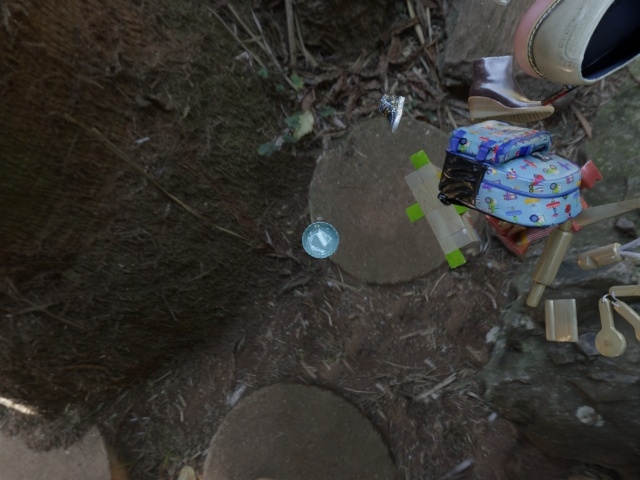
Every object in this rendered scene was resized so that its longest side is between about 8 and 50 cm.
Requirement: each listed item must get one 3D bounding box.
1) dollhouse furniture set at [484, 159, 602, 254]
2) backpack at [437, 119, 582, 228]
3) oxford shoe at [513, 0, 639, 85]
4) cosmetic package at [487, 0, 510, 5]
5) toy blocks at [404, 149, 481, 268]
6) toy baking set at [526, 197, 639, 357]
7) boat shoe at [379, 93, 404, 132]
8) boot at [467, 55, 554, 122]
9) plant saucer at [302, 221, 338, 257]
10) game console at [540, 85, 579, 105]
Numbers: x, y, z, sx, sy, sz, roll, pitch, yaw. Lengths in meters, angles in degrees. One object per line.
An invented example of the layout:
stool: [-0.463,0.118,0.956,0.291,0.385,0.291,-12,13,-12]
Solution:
dollhouse furniture set: [0.660,-0.141,1.337,0.152,0.201,0.374,49,56,-1]
backpack: [0.277,-0.091,0.657,0.158,0.117,0.173,-17,33,-31]
oxford shoe: [0.417,-0.311,0.503,0.397,0.140,0.146,-43,28,21]
cosmetic package: [0.346,-0.719,1.087,0.230,0.161,0.453,-57,25,23]
toy blocks: [0.430,-0.103,1.597,0.190,0.261,0.381,-30,77,24]
toy baking set: [0.383,0.034,0.626,0.030,0.197,0.256,8,103,-28]
boat shoe: [0.249,-0.458,1.685,0.083,0.065,0.183,13,52,3]
boot: [0.582,-0.470,1.429,0.248,0.090,0.207,5,83,24]
plant saucer: [0.000,0.000,1.531,0.119,0.021,0.119,0,79,1]
game console: [0.516,-0.356,0.943,0.144,0.124,0.085,-30,91,-14]
